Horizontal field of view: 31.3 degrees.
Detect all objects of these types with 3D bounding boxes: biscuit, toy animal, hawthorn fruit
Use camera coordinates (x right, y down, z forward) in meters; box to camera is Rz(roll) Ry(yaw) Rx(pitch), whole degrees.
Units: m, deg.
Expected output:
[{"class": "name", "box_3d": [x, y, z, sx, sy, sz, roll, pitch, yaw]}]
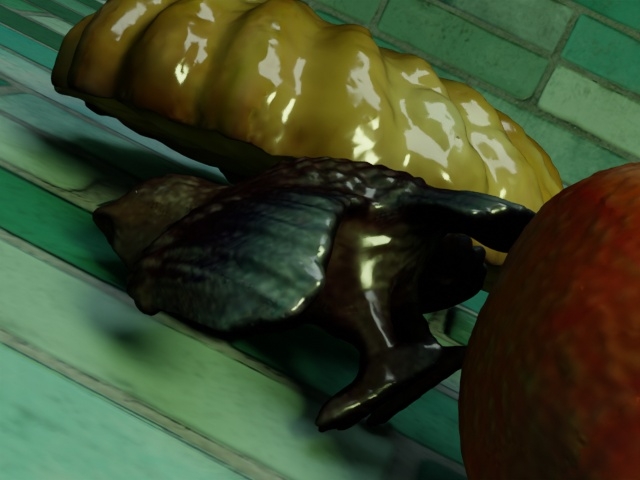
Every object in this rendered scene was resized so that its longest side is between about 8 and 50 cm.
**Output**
[{"class": "biscuit", "box_3d": [0.002, -0.065, 0.683, 0.326, 0.107, 0.326, 22, 0, 0]}, {"class": "toy animal", "box_3d": [-0.007, -0.002, 0.497, 0.179, 0.116, 0.218, 31, 14, 24]}, {"class": "hawthorn fruit", "box_3d": [0.137, 0.046, 0.407, 0.197, 0.196, 0.225, 20, 18, -23]}]
